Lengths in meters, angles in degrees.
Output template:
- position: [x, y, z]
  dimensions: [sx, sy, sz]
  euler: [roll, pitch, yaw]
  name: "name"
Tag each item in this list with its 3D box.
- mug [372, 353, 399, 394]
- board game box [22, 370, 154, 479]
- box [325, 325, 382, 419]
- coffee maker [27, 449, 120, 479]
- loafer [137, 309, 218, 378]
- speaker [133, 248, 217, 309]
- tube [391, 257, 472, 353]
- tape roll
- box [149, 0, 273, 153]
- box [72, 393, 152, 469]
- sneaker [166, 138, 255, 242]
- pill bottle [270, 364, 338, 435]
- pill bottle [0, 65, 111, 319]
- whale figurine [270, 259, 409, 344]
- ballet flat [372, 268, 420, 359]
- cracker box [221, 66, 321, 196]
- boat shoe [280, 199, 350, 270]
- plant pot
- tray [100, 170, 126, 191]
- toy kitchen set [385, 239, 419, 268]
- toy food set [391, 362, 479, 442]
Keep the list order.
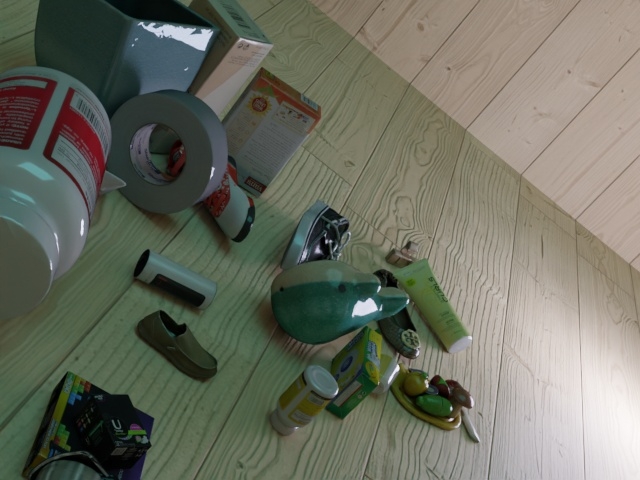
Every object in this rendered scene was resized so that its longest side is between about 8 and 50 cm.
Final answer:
- position: [0.103, 0.252, 1.979]
  dimensions: [0.078, 0.062, 0.064]
  euler: [28, 34, 2]
  name: "mug"
- position: [-0.299, 0.268, 1.386]
  dimensions: [0.141, 0.048, 0.170]
  euler: [31, 26, -17]
  name: "board game box"
- position: [0.062, 0.228, 1.896]
  dimensions: [0.043, 0.105, 0.179]
  euler: [38, 24, -11]
  name: "box"
- position: [-0.274, 0.353, 1.195]
  dimensions: [0.171, 0.120, 0.178]
  euler: [35, 26, -14]
  name: "coffee maker"
- position: [-0.219, 0.163, 1.668]
  dimensions: [0.148, 0.050, 0.056]
  euler: [35, 25, -11]
  name: "loafer"
- position: [-0.246, 0.066, 1.786]
  dimensions: [0.136, 0.055, 0.055]
  euler: [29, 27, -24]
  name: "speaker"
- position: [0.251, 0.142, 2.355]
  dimensions: [0.070, 0.062, 0.240]
  euler: [10, 40, -44]
  name: "tube"
- position: [-0.280, -0.162, 1.918]
  dimensions: [0.219, 0.219, 0.072]
  euler: [43, 25, 4]
  name: "tape roll"
- position: [-0.254, -0.329, 2.119]
  dimensions: [0.148, 0.311, 0.121]
  euler: [50, 25, 21]
  name: "box"
- position: [-0.266, 0.244, 1.351]
  dimensions: [0.062, 0.052, 0.083]
  euler: [12, 37, -49]
  name: "box"
- position: [-0.223, -0.103, 2.061]
  dimensions: [0.145, 0.090, 0.270]
  euler: [23, 26, -31]
  name: "sneaker"
- position: [-0.030, 0.259, 1.699]
  dimensions: [0.065, 0.116, 0.065]
  euler: [33, 26, -18]
  name: "pill bottle"
- position: [-0.440, -0.073, 1.533]
  dimensions: [0.229, 0.229, 0.408]
  euler: [31, 26, -20]
  name: "pill bottle"
- position: [0.038, 0.126, 1.948]
  dimensions: [0.272, 0.216, 0.141]
  euler: [13, 65, -37]
  name: "whale figurine"
- position: [0.159, 0.148, 2.220]
  dimensions: [0.084, 0.058, 0.250]
  euler: [24, 30, -31]
  name: "ballet flat"
- position: [-0.127, -0.225, 2.223]
  dimensions: [0.155, 0.232, 0.067]
  euler: [33, 25, -17]
  name: "cracker box"
- position: [-0.002, 0.004, 2.168]
  dimensions: [0.105, 0.113, 0.306]
  euler: [26, 15, 3]
  name: "boat shoe"
- position: [-0.389, -0.347, 1.997]
  dimensions: [0.248, 0.252, 0.247]
  euler: [36, 25, 26]
  name: "plant pot"
- position: [-0.466, -0.145, 1.786]
  dimensions: [0.270, 0.030, 0.145]
  euler: [31, -16, -20]
  name: "tray"
- position: [0.209, 0.052, 2.437]
  dimensions: [0.083, 0.068, 0.075]
  euler: [23, 30, -32]
  name: "toy kitchen set"
- position: [0.238, 0.298, 2.070]
  dimensions: [0.218, 0.071, 0.128]
  euler: [27, 28, -27]
  name: "toy food set"
